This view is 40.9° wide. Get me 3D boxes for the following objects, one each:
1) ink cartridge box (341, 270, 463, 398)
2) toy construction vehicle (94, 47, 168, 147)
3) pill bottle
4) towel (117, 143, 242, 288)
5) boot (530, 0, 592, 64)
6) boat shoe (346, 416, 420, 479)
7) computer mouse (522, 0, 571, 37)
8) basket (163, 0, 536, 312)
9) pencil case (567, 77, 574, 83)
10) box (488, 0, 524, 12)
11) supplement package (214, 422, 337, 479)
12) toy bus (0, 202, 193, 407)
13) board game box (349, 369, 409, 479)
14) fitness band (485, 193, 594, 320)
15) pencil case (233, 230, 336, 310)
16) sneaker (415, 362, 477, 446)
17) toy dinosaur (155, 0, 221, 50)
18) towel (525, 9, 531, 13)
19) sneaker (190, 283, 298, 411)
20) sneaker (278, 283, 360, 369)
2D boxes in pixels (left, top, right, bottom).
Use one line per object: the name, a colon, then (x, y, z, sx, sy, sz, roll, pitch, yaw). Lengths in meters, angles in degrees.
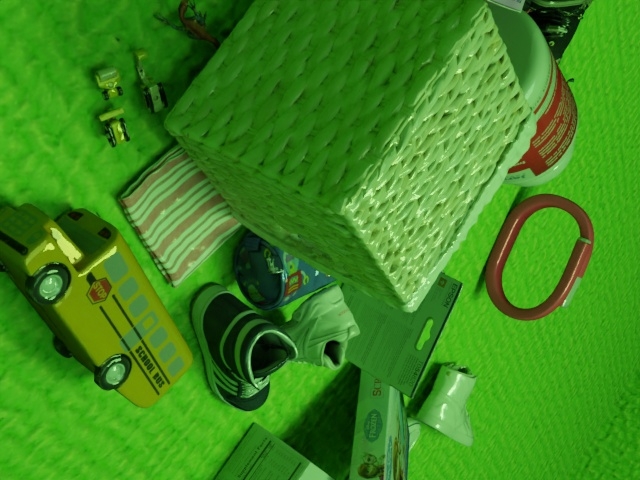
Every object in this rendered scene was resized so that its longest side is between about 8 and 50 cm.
ink cartridge box: (0.128, 0.131, 1.513, 0.045, 0.224, 0.223, 16, 100, -53)
toy construction vehicle: (-0.234, -0.174, 1.037, 0.086, 0.035, 0.098, -29, 131, -22)
pill bottle: (0.318, -0.231, 1.495, 0.229, 0.229, 0.407, -63, 150, 1)
towel: (-0.185, -0.036, 1.184, 0.144, 0.029, 0.197, -45, 141, -21)
boot: (0.432, -0.400, 1.629, 0.236, 0.085, 0.179, -26, 145, -49)
boat shoe: (0.152, 0.505, 1.901, 0.258, 0.084, 0.095, -45, 140, -23)
computer mouse: (0.276, -0.420, 1.391, 0.072, 0.188, 0.272, -50, 126, -9)
basket: (0.045, -0.149, 1.096, 0.331, 0.328, 0.266, -54, 147, -13)
pencil case: (0.432, -0.237, 1.760, 0.104, 0.104, 0.236, -2, 115, -50)
box: (0.213, -0.479, 1.232, 0.117, 0.213, 0.243, -4, 116, -50)
supplement package: (-0.074, 0.488, 1.560, 0.204, 0.145, 0.262, -54, 143, -12)
toy bus: (-0.281, 0.079, 1.071, 0.130, 0.108, 0.333, -45, 141, -23)
board game box: (0.123, 0.424, 1.686, 0.319, 0.066, 0.318, -81, 163, -45)
fitness band: (0.480, 0.038, 1.898, 0.054, 0.209, 0.291, 17, 98, -51)
pencil case: (0.000, 0.000, 1.361, 0.306, 0.119, 0.133, -26, 116, -39)
sneaker: (0.328, 0.383, 2.023, 0.169, 0.108, 0.292, -63, 152, -9)
toy dinosaur: (-0.150, -0.266, 1.044, 0.047, 0.090, 0.082, -56, -171, 8)
towel: (0.394, -0.538, 1.572, 0.329, 0.037, 0.237, -47, 144, -17)
sneaker: (-0.102, 0.202, 1.333, 0.099, 0.153, 0.282, -41, 139, -26)
sneaker: (-0.018, 0.171, 1.392, 0.090, 0.115, 0.232, -25, 165, -39)
